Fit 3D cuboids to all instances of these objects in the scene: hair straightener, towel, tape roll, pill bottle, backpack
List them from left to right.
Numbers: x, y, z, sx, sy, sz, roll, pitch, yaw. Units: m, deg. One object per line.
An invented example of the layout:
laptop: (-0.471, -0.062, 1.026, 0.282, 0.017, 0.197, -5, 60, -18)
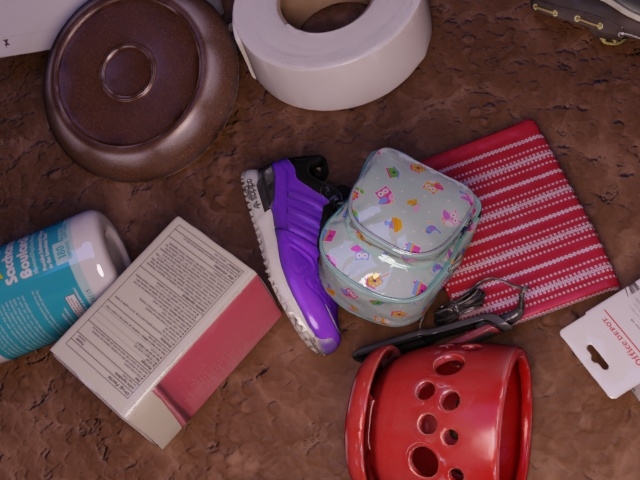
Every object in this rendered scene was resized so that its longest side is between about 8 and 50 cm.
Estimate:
pill bottle: (-0.384, 0.071, 1.274, 0.264, 0.146, 0.146, -23, 57, 2)
tape roll: (0.018, -0.330, 1.423, 0.286, 0.100, 0.286, -7, 60, 12)
backpack: (0.086, -0.002, 1.140, 0.166, 0.144, 0.188, 29, 70, 8)
hair straightener: (0.139, 0.096, 1.146, 0.230, 0.047, 0.089, -29, 58, 17)
towel: (0.229, -0.020, 1.225, 0.199, 0.031, 0.274, -21, 58, 3)

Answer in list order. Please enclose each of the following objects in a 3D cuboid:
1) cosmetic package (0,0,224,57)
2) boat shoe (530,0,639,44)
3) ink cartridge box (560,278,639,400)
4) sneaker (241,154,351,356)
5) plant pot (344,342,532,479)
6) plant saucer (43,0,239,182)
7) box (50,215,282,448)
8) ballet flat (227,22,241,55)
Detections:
cosmetic package: (-0.365, -0.452, 1.497, 0.378, 0.284, 0.097, -6, 21, 12)
boat shoe: (0.393, -0.309, 1.329, 0.228, 0.068, 0.081, 34, 39, 27)
ink cartridge box: (0.372, 0.104, 1.094, 0.180, 0.060, 0.104, -31, 58, -4)
sneaker: (0.000, -0.001, 1.235, 0.146, 0.102, 0.293, -21, 57, 2)
plant pot: (0.125, 0.200, 1.032, 0.174, 0.191, 0.191, 3, 62, 20)
plant saucer: (-0.274, -0.240, 1.417, 0.311, 0.050, 0.310, -2, 81, 12)
box: (-0.186, 0.114, 1.205, 0.149, 0.127, 0.232, 34, 75, 29)
ballet flat: (-0.171, -0.276, 1.472, 0.057, 0.049, 0.173, 29, 70, 41)
